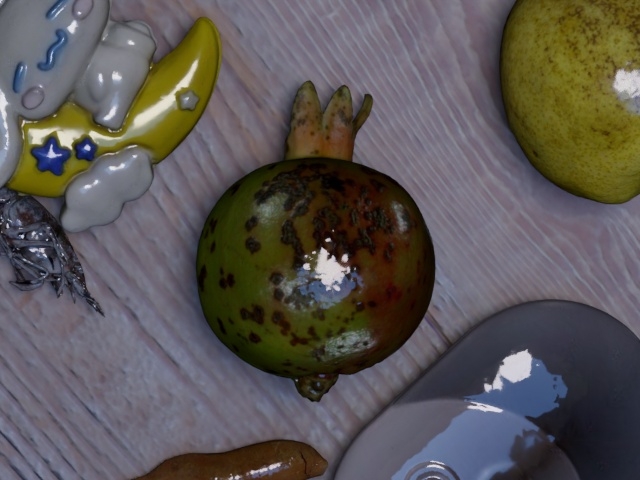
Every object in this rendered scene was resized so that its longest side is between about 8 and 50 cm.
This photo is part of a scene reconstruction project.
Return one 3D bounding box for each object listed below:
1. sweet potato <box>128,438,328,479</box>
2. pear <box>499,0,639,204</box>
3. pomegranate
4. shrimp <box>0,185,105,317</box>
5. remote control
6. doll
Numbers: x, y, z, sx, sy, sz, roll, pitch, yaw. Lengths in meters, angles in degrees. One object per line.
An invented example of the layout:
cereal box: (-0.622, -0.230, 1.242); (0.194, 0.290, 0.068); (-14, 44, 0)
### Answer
sweet potato: (-0.090, 0.207, 1.364); (0.194, 0.056, 0.056); (-4, 104, -4)
pear: (0.235, -0.137, 1.262); (0.197, 0.197, 0.197); (-2, 104, -8)
pomegranate: (0.008, 0.000, 1.276); (0.198, 0.198, 0.246); (33, 56, -14)
shrimp: (-0.240, 0.009, 1.291); (0.065, 0.056, 0.165); (-43, 96, -13)
remote control: (0.156, 0.197, 1.371); (0.332, 0.103, 0.221); (-44, 108, 2)
doll: (-0.207, -0.138, 1.232); (0.237, 0.111, 0.252); (32, 99, -14)
